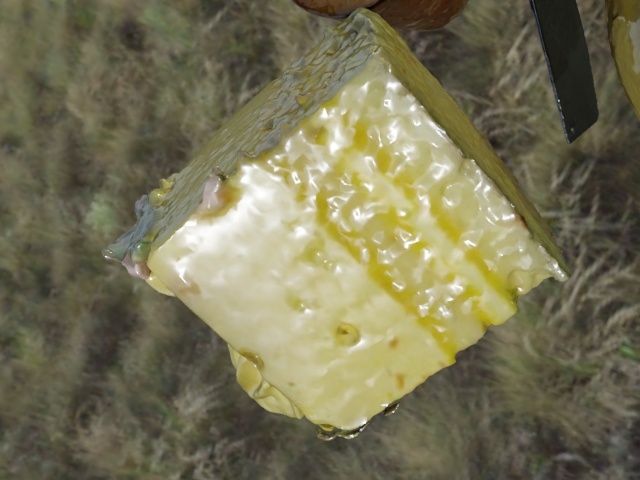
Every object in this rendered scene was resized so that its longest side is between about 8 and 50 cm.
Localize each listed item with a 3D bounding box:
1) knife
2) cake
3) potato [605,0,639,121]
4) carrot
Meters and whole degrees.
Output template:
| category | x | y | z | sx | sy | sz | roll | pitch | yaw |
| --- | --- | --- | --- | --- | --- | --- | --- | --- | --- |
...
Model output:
| category | x | y | z | sx | sy | sz | roll | pitch | yaw |
| --- | --- | --- | --- | --- | --- | --- | --- | --- | --- |
| knife | 0.209 | -0.212 | 0.938 | 0.019 | 0.245 | 0.072 | 1 | 29 | 44 |
| cake | 0.000 | 0.000 | 0.799 | 0.286 | 0.227 | 0.222 | -39 | 16 | 14 |
| potato | 0.398 | -0.124 | 0.765 | 0.296 | 0.397 | 0.290 | -94 | 27 | -57 |
| carrot | 0.076 | -0.262 | 0.964 | 0.159 | 0.225 | 0.159 | -3 | 85 | 35 |
